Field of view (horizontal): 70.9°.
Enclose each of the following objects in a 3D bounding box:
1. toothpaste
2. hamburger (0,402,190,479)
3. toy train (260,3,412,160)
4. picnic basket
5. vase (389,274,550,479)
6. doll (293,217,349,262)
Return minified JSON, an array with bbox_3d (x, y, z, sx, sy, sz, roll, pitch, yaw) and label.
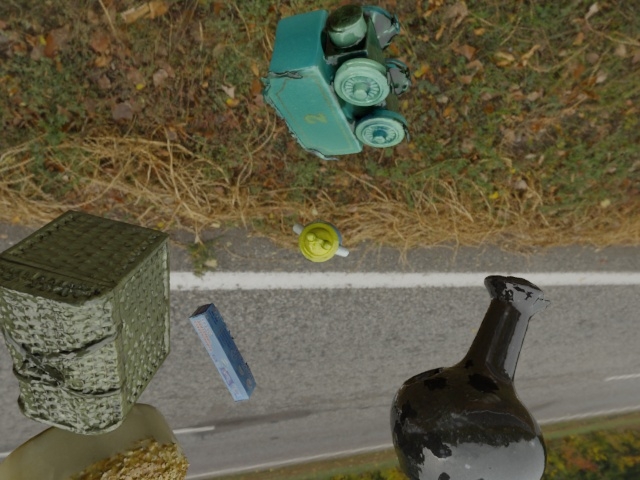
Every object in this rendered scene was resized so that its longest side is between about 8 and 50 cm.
[{"bbox_3d":[-0.255,0.296,1.187,0.053,0.066,0.272,-17,107,20],"label":"toothpaste"},{"bbox_3d":[-0.351,0.389,0.702,0.276,0.179,0.294,-1,140,-46],"label":"hamburger"},{"bbox_3d":[0.027,-0.194,0.572,0.163,0.112,0.203,-1,156,23],"label":"toy train"},{"bbox_3d":[-0.260,0.092,0.498,0.134,0.154,0.196,15,122,6],"label":"picnic basket"},{"bbox_3d":[0.133,0.115,0.365,0.120,0.182,0.120,26,168,6],"label":"vase"},{"bbox_3d":[0.001,-0.001,1.106,0.099,0.135,0.241,-30,-179,3],"label":"doll"}]
